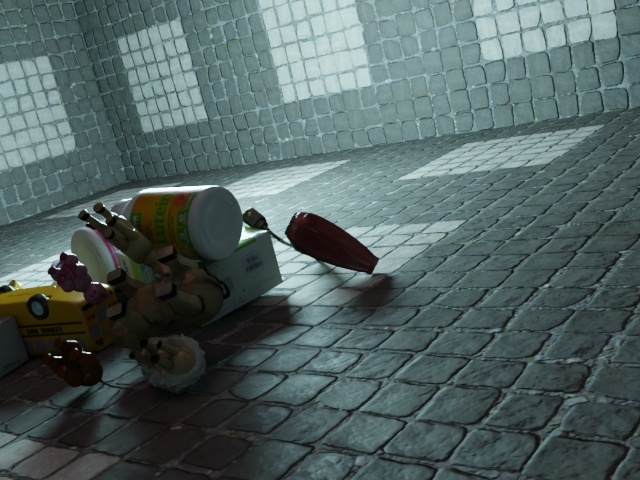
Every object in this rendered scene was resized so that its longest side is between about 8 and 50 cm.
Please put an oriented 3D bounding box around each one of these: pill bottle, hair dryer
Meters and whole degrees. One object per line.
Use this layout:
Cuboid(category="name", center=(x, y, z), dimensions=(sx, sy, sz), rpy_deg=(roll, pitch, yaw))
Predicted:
Cuboid(category="pill bottle", center=(-0.416, 0.004, 1.821), dimensions=(0.160, 0.160, 0.283), rpy_deg=(0, 19, 46))
Cuboid(category="pill bottle", center=(-0.280, -0.031, 1.470), dimensions=(0.246, 0.136, 0.136), rpy_deg=(0, 19, 34))
Cuboid(category="hair dryer", center=(0.000, 0.000, 1.591), dimensions=(0.294, 0.080, 0.224), rpy_deg=(23, -3, 41))

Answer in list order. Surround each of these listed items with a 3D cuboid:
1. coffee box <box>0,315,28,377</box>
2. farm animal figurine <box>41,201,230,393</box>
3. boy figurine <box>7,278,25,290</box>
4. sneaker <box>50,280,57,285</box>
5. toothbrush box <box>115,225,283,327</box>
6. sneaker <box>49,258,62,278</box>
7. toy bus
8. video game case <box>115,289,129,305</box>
Cuboid(category="coffee box", center=(-0.708, 0.222, 1.500), dimensions=(0.247, 0.098, 0.141), rpy_deg=(-7, 15, 26))
Cuboid(category="farm animal figurine", center=(-0.291, 0.099, 1.300), dimensions=(0.327, 0.330, 0.172), rpy_deg=(-7, -30, 28))
Cuboid(category="boy figurine", center=(-0.736, 0.155, 1.763), dimensions=(0.177, 0.092, 0.285), rpy_deg=(-39, 4, 18))
Cuboid(category="sneaker", center=(-0.619, 0.112, 1.877), dimensions=(0.212, 0.094, 0.080), rpy_deg=(-6, 17, 31))
Cuboid(category="toothbrush box", center=(-0.249, 0.055, 1.596), dimensions=(0.206, 0.122, 0.283), rpy_deg=(-28, 24, -34))
Cuboid(category="sneaker", center=(-0.620, 0.069, 2.150), dimensions=(0.224, 0.083, 0.098), rpy_deg=(-28, 39, -33))
Cuboid(category="toy bus", center=(-0.560, 0.156, 1.555), dimensions=(0.333, 0.130, 0.108), rpy_deg=(-8, 15, 25))
Cuboid(category="video game case", center=(-0.345, 0.081, 1.854), dimensions=(0.275, 0.035, 0.248), rpy_deg=(-15, 13, 0))
